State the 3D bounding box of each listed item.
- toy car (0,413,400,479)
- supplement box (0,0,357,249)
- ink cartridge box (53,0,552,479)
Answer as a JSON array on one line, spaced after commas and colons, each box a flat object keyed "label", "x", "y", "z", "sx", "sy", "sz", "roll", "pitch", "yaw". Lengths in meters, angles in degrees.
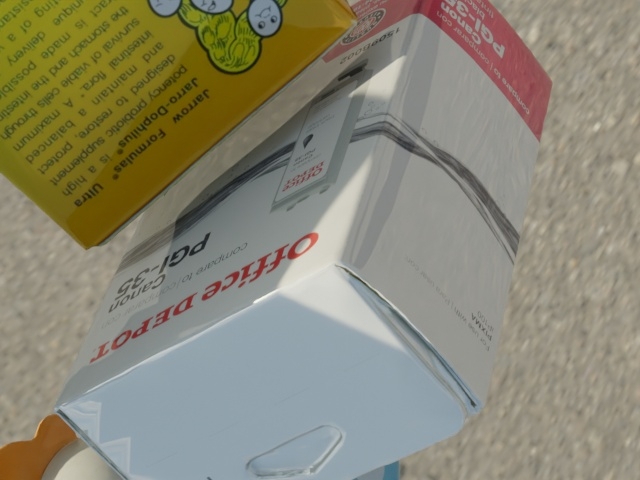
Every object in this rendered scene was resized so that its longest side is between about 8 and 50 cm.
[{"label": "toy car", "x": -0.112, "y": 0.174, "z": 1.280, "sx": 0.219, "sy": 0.210, "sz": 0.238, "roll": -15, "pitch": 140, "yaw": 42}, {"label": "supplement box", "x": -0.178, "y": -0.204, "z": 1.029, "sx": 0.195, "sy": 0.194, "sz": 0.356, "roll": -40, "pitch": 120, "yaw": 10}, {"label": "ink cartridge box", "x": 0.000, "y": 0.000, "z": 1.078, "sx": 0.207, "sy": 0.283, "sz": 0.117, "roll": -28, "pitch": 116, "yaw": 32}]
